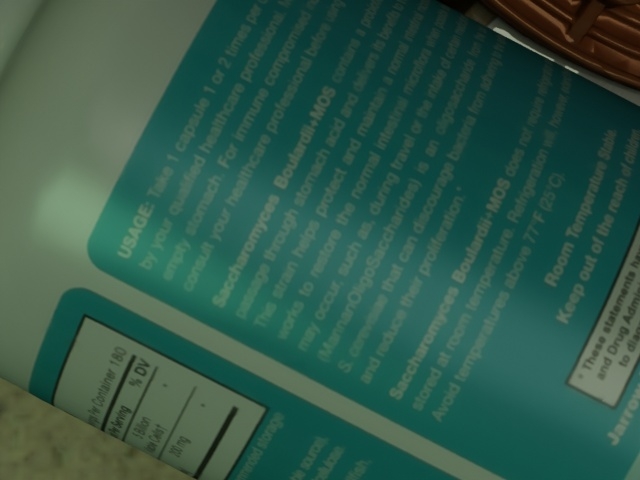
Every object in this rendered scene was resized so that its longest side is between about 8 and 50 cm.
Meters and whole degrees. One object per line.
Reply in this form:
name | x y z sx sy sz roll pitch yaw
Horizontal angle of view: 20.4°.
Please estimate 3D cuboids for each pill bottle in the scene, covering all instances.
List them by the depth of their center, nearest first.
pill bottle | 0.000 0.000 0.484 0.264 0.146 0.146 28 91 -2

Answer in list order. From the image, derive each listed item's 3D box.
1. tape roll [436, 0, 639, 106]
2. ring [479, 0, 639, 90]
tape roll | -0.025 -0.142 0.584 0.392 0.072 0.392 -1 96 -11
ring | 0.156 -0.207 0.558 0.337 0.032 0.336 -1 96 -11
